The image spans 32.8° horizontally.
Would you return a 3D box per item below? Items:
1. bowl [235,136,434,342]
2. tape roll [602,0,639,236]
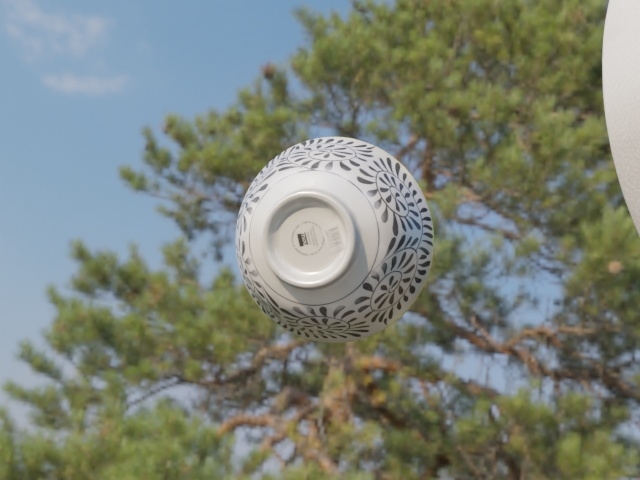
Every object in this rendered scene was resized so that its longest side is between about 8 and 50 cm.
[{"bbox_3d":[0.000,0.000,0.858,0.170,0.170,0.080,4,2,15],"label":"bowl"},{"bbox_3d":[0.372,-0.096,0.846,0.392,0.392,0.072,21,-20,-30],"label":"tape roll"}]
